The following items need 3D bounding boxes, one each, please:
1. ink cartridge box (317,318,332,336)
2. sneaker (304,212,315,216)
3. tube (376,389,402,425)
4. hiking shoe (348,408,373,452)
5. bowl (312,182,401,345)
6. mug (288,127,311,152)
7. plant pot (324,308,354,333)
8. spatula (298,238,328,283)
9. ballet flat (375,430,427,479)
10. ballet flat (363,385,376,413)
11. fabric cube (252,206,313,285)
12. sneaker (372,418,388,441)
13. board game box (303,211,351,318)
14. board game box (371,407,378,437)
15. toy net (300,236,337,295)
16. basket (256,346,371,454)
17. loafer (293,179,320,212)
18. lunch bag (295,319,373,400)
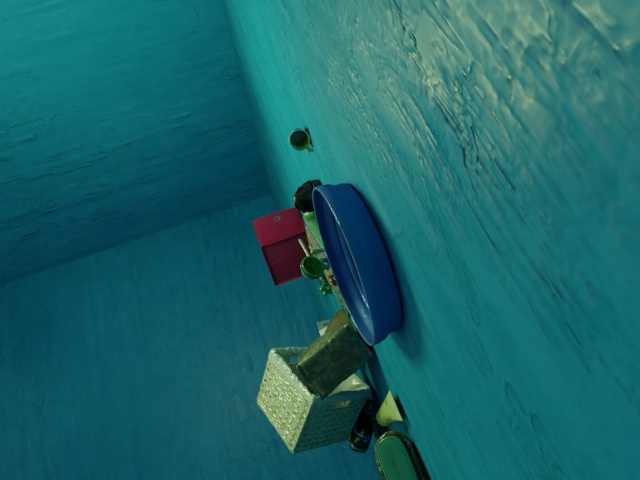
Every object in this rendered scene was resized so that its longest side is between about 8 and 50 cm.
[{"bbox_3d":[0.070,0.448,2.024,0.067,0.115,0.198,-37,66,36],"label":"ink cartridge box"},{"bbox_3d":[-0.041,-0.098,1.696,0.152,0.053,0.061,-139,33,-77],"label":"sneaker"},{"bbox_3d":[0.221,0.547,1.415,0.070,0.062,0.240,27,153,13],"label":"tube"},{"bbox_3d":[0.171,0.743,1.896,0.304,0.113,0.132,-107,36,-58],"label":"hiking shoe"},{"bbox_3d":[0.082,0.050,1.045,0.391,0.077,0.392,161,90,-83],"label":"bowl"},{"bbox_3d":[-0.063,-0.296,1.309,0.064,0.062,0.078,-106,6,-64],"label":"mug"},{"bbox_3d":[0.088,0.421,1.879,0.237,0.109,0.238,161,90,-82],"label":"plant pot"},{"bbox_3d":[0.002,0.092,1.693,0.168,0.019,0.242,28,-155,-48],"label":"spatula"},{"bbox_3d":[0.294,0.797,1.263,0.182,0.163,0.483,46,-161,-47],"label":"ballet flat"},{"bbox_3d":[0.200,0.659,1.873,0.203,0.074,0.074,-117,9,-84],"label":"ballet flat"},{"bbox_3d":[-0.175,0.024,2.240,0.258,0.253,0.259,-119,12,-56],"label":"fabric cube"},{"bbox_3d":[0.270,0.844,1.839,0.083,0.071,0.191,69,-175,-53],"label":"sneaker"},{"bbox_3d":[0.037,0.083,1.502,0.214,0.046,0.317,78,164,-53],"label":"board game box"},{"bbox_3d":[0.230,0.779,2.012,0.147,0.045,0.194,-119,12,-53],"label":"board game box"},{"bbox_3d":[0.027,0.051,1.276,0.122,0.232,0.045,34,133,0],"label":"toy net"},{"bbox_3d":[-0.041,0.627,1.796,0.331,0.328,0.267,35,109,46],"label":"basket"},{"bbox_3d":[-0.056,-0.145,1.496,0.302,0.095,0.109,172,79,-83],"label":"loafer"},{"bbox_3d":[0.044,0.411,1.584,0.169,0.235,0.287,51,176,2],"label":"lunch bag"}]
